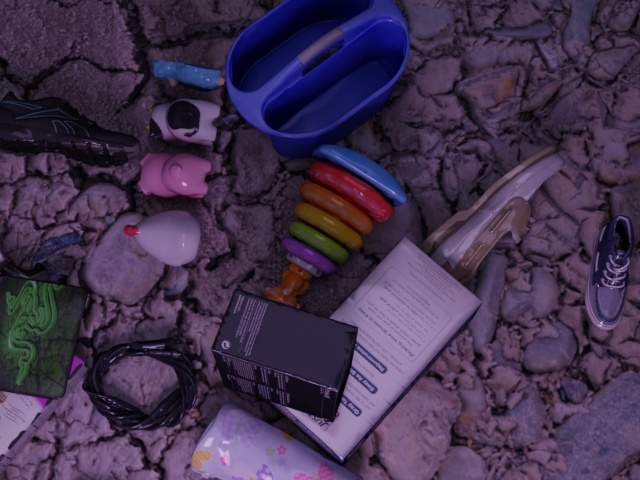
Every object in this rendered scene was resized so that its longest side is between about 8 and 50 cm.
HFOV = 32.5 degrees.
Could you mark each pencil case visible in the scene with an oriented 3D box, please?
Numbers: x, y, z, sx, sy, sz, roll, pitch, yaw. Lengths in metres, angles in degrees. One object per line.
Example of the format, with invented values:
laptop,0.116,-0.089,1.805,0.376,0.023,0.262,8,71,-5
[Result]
pencil case,-0.069,0.366,1.729,0.273,0.113,0.124,28,72,6

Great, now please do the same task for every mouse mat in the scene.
mouse mat,-0.466,0.153,1.759,0.153,0.007,0.189,9,70,0

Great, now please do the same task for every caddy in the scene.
caddy,-0.006,-0.305,1.910,0.341,0.179,0.241,-38,79,-13

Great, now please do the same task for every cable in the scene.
cable,-0.297,0.239,1.799,0.185,0.047,0.150,-6,78,-7

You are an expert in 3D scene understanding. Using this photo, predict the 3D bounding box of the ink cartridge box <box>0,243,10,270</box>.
ink cartridge box,-0.615,0.026,1.836,0.150,0.063,0.109,-30,76,-11

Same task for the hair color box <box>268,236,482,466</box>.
hair color box,0.086,0.181,1.798,0.174,0.105,0.347,41,75,12

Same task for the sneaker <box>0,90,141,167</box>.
sneaker,-0.440,-0.197,1.897,0.268,0.101,0.106,9,70,0

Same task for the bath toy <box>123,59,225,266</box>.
bath toy,-0.253,-0.131,1.865,0.129,0.151,0.348,9,82,-12

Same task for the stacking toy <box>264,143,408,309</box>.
stacking toy,0.000,0.000,1.842,0.175,0.166,0.301,31,85,-5

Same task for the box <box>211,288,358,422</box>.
box,-0.049,0.174,1.605,0.184,0.261,0.103,20,72,5

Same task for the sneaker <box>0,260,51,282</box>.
sneaker,-0.529,0.074,1.827,0.171,0.063,0.074,-7,73,-10

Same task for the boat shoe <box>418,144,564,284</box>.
boat shoe,0.311,-0.039,1.883,0.302,0.113,0.103,-40,79,-3

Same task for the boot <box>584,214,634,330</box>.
boot,0.495,0.053,1.868,0.069,0.086,0.189,5,72,-1

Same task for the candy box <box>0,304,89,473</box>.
candy box,-0.511,0.244,1.768,0.159,0.071,0.233,37,73,9
